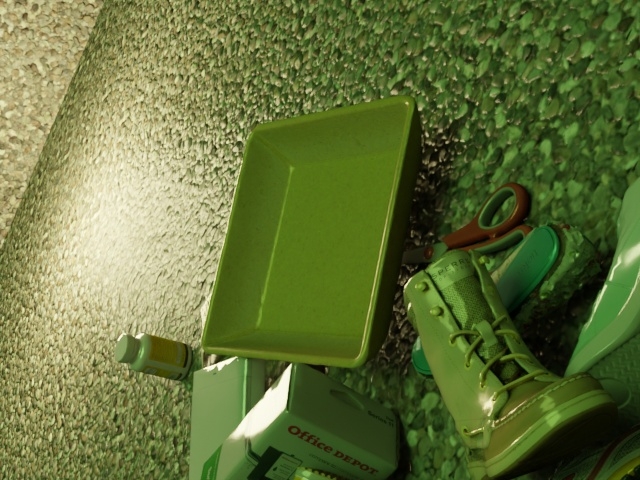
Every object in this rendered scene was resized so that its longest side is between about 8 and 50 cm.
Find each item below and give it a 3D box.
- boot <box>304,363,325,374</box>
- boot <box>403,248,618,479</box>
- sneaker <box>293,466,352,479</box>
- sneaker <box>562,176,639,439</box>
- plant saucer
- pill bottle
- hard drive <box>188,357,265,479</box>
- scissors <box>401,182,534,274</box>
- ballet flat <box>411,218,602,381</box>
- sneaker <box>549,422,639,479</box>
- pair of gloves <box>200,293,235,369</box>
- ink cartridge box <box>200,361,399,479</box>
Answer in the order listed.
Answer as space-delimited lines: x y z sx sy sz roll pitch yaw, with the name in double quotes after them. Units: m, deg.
-0.033 0.200 1.287 0.087 0.042 0.118 -35 46 48 "boot"
0.149 0.097 0.831 0.262 0.095 0.204 96 155 -70 "boot"
0.047 0.303 1.014 0.185 0.069 0.084 17 82 21 "sneaker"
0.282 0.051 0.848 0.151 0.094 0.256 -73 3 -58 "sneaker"
0.000 0.000 1.250 0.332 0.081 0.333 -3 71 50 "plant saucer"
-0.277 0.190 1.601 0.065 0.116 0.065 -32 48 45 "pill bottle"
-0.130 0.322 1.317 0.203 0.040 0.308 -28 58 59 "hard drive"
0.139 0.022 1.130 0.297 0.021 0.109 -28 51 48 "scissors"
0.190 0.074 0.970 0.241 0.077 0.091 -47 40 38 "ballet flat"
0.219 0.237 0.811 0.225 0.088 0.093 -38 11 13 "sneaker"
-0.120 0.111 1.470 0.240 0.042 0.204 -46 39 34 "pair of gloves"
-0.027 0.260 1.123 0.208 0.153 0.087 -52 17 29 "ink cartridge box"
